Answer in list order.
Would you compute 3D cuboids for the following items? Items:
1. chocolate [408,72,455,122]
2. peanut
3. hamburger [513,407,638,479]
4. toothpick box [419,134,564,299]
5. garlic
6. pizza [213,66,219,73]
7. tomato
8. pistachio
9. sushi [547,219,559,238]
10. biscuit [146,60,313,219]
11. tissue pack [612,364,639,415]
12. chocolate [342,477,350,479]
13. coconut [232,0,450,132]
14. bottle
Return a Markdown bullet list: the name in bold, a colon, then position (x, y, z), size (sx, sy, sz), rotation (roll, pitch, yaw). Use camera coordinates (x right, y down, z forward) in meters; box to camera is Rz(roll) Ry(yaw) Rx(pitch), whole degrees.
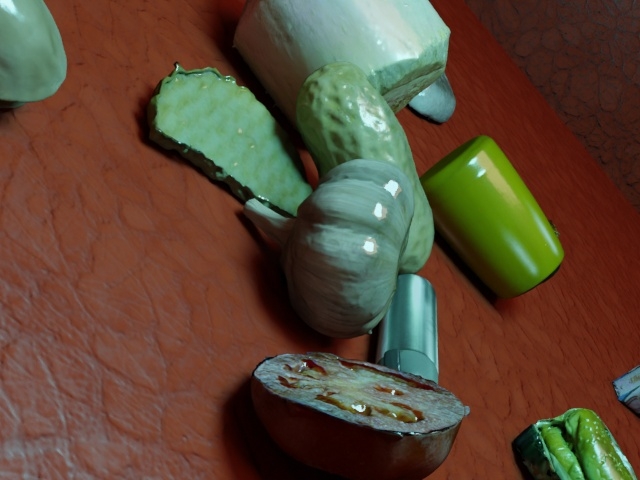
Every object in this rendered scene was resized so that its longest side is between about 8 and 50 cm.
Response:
- **chocolate**: position (0.197, -0.401, 2.040), size (0.185, 0.100, 0.303), rotation (10, 50, -59)
- **peanut**: position (0.058, -0.092, 1.285), size (0.152, 0.152, 0.313), rotation (-54, 128, -64)
- **hamburger**: position (0.381, 0.337, 1.311), size (0.235, 0.125, 0.214), rotation (42, 13, -51)
- **toothpick box**: position (0.299, -0.031, 1.623), size (0.271, 0.175, 0.175), rotation (52, 25, -5)
- **garlic**: position (0.000, 0.000, 1.125), size (0.212, 0.219, 0.218), rotation (15, 23, 12)
- **pizza**: position (-0.146, -0.195, 1.273), size (0.108, 0.026, 0.123), rotation (4, 53, -55)
- **tomato**: position (0.032, 0.181, 0.922), size (0.225, 0.085, 0.225), rotation (14, 8, -2)
- **pistachio**: position (-0.340, -0.219, 0.877), size (0.223, 0.126, 0.152), rotation (41, 61, -31)
- **sushi**: position (0.504, -0.016, 2.064), size (0.060, 0.061, 0.118), rotation (20, 38, -4)
- **biscuit**: position (-0.110, -0.134, 1.209), size (0.273, 0.036, 0.187), rotation (34, 41, -32)
- **tissue pack**: position (0.680, 0.310, 1.860), size (0.155, 0.115, 0.065), rotation (36, 30, -27)
- **chocolate**: position (0.139, 0.335, 1.001), size (0.329, 0.065, 0.102), rotation (39, 14, -27)
- **coconut**: position (0.020, -0.331, 1.449), size (0.310, 0.297, 0.297), rotation (57, 26, 8)
- **bottle**: position (0.109, 0.131, 1.188), size (0.254, 0.079, 0.096), rotation (-78, 149, -58)
